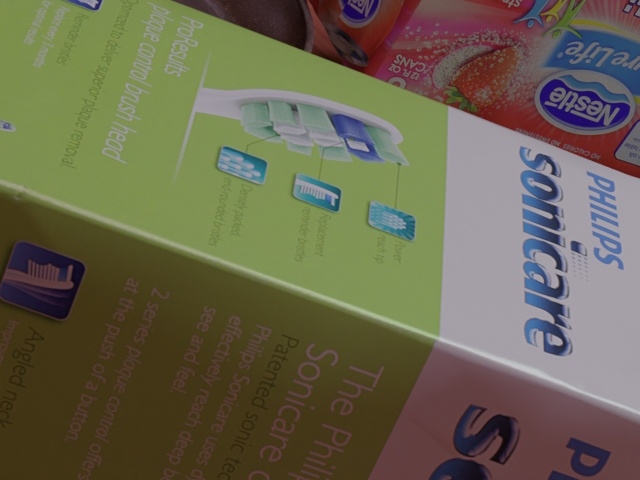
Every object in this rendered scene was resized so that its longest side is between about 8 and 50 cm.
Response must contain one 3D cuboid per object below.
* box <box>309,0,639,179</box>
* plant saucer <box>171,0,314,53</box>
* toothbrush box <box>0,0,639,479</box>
[{"bbox_3d":[0.158,-0.135,1.115,0.300,0.154,0.142,15,30,-30],"label":"box"},{"bbox_3d":[-0.156,-0.140,1.053,0.311,0.050,0.310,16,32,-10],"label":"plant saucer"},{"bbox_3d":[-0.083,0.044,0.508,0.283,0.206,0.122,20,31,-6],"label":"toothbrush box"}]
